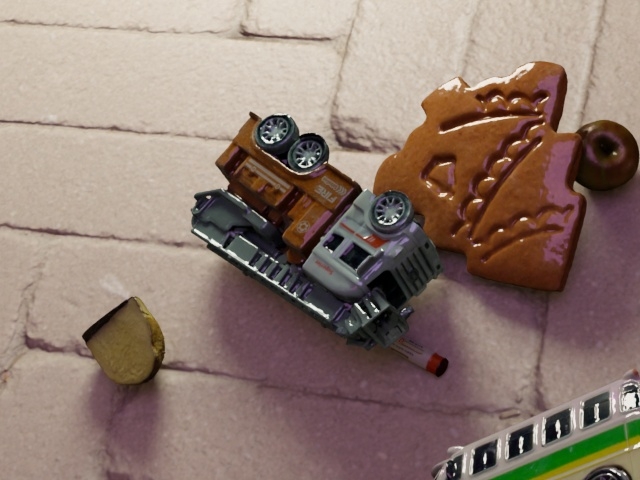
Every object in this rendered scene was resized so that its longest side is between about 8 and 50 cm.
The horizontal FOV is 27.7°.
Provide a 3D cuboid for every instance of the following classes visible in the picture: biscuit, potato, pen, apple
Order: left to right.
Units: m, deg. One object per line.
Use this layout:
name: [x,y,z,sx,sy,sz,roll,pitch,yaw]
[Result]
potato: [-0.227,0.135,1.597,0.096,0.066,0.103,-37,66,20]
pen: [0.058,0.103,1.566,0.218,0.026,0.026,28,71,26]
biscuit: [0.215,-0.068,1.572,0.284,0.043,0.306,-36,64,16]
apple: [0.344,-0.102,1.583,0.089,0.074,0.090,-5,62,9]

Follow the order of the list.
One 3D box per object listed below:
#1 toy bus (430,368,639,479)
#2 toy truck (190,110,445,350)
toy bus: [0.238,0.265,1.309,0.305,0.143,0.179,-30,36,29]
toy truck: [0.000,0.000,1.563,0.338,0.133,0.184,37,80,33]
